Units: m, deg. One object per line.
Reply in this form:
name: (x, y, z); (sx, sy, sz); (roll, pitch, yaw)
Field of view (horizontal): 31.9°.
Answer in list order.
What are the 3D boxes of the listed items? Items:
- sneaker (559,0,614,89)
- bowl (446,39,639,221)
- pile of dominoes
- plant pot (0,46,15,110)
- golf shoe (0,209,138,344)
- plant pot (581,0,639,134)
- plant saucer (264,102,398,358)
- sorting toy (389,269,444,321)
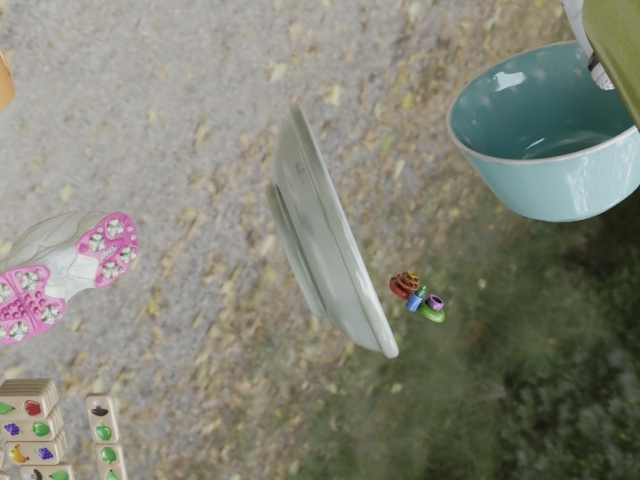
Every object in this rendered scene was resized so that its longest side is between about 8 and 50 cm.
sneaker: (0.442, -0.368, 1.369); (0.366, 0.210, 0.137); (-37, -179, 17)
bowl: (0.354, -0.143, 1.625); (0.311, 0.311, 0.163); (-46, 131, -31)
pile of dominoes: (-0.303, 0.265, 1.195); (0.040, 0.196, 0.251); (-71, 157, -66)
plant pot: (-0.477, -0.196, 1.237); (0.291, 0.291, 0.203); (-46, 117, -31)
golf shoe: (-0.407, 0.047, 1.594); (0.306, 0.140, 0.115); (-33, 127, -37)
plant pot: (0.378, -0.168, 1.028); (0.276, 0.254, 0.276); (-15, 139, -13)
plant saucer: (0.000, 0.000, 1.649); (0.100, 0.400, 0.400); (-22, 147, 1)
sorting toy: (0.151, 0.079, 1.685); (0.042, 0.102, 0.061); (-58, 173, 21)
